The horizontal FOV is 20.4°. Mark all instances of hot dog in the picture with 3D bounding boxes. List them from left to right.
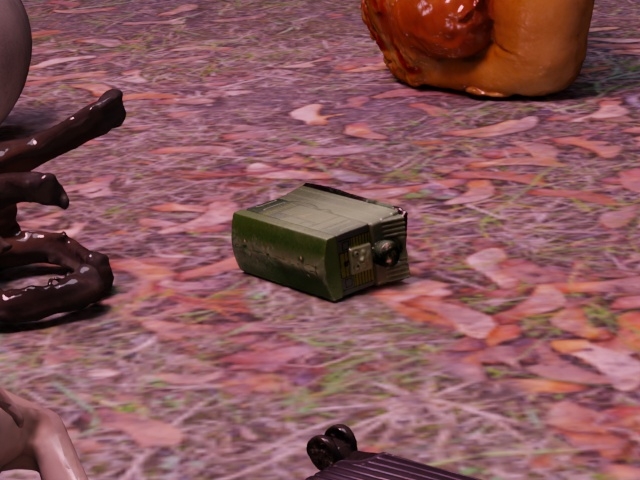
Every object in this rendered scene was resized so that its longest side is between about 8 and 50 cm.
[{"bbox_3d":[0.109,-0.190,1.322,0.153,0.150,0.256,5,16,-4],"label":"hot dog"}]

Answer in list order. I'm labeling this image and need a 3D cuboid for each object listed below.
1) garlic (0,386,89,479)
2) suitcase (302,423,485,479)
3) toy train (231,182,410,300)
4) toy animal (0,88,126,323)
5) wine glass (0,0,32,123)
[{"bbox_3d":[-0.228,0.023,0.485,0.340,0.231,0.246,-9,30,-28],"label":"garlic"},{"bbox_3d":[0.028,0.101,0.488,0.126,0.059,0.086,10,23,39],"label":"suitcase"},{"bbox_3d":[0.000,0.000,0.877,0.056,0.038,0.093,-19,22,-35],"label":"toy train"},{"bbox_3d":[-0.177,-0.009,0.867,0.148,0.084,0.232,-3,20,6],"label":"toy animal"},{"bbox_3d":[-0.255,-0.108,1.109,0.143,0.143,0.321,-4,10,0],"label":"wine glass"}]
